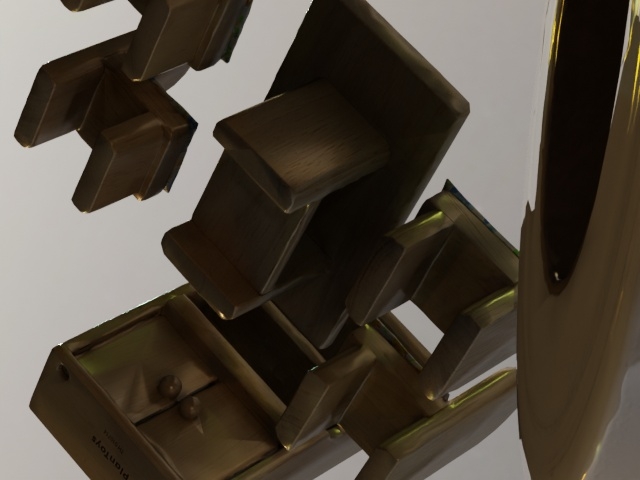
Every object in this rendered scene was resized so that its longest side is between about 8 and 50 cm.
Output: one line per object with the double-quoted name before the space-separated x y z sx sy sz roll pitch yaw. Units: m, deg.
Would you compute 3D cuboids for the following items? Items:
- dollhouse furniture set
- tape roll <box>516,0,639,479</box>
"dollhouse furniture set" 0.000 0.000 0.783 0.161 0.212 0.242 -26 155 -42
"tape roll" 0.149 -0.040 0.480 0.246 0.169 0.246 -174 -90 -90
